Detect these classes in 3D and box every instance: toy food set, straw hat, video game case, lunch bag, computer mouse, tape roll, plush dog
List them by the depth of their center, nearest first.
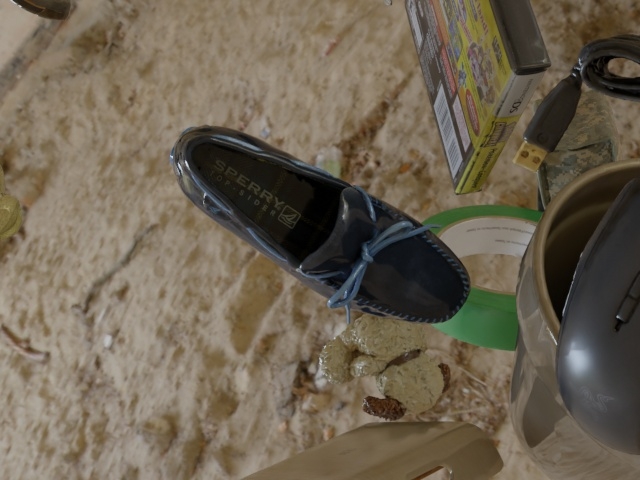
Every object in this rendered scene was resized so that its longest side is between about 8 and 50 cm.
[{"bbox_3d":[0.180,0.002,0.474,0.184,0.060,0.262,38,122,37],"label":"computer mouse"},{"bbox_3d":[0.148,-0.222,0.781,0.248,0.035,0.275,95,165,-68],"label":"video game case"},{"bbox_3d":[0.048,0.305,0.932,0.306,0.219,0.092,-22,83,57],"label":"toy food set"},{"bbox_3d":[-0.408,-0.031,0.936,0.144,0.061,0.144,18,-90,-86],"label":"straw hat"},{"bbox_3d":[0.298,0.050,1.220,0.321,0.321,0.077,-125,29,-54],"label":"tape roll"},{"bbox_3d":[0.506,-0.116,1.475,0.169,0.287,0.235,-8,31,22],"label":"lunch bag"},{"bbox_3d":[0.161,0.246,1.536,0.225,0.262,0.210,58,150,21],"label":"plush dog"}]

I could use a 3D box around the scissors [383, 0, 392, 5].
[{"bbox_3d":[0.045,-0.356,0.882,0.109,0.021,0.297,-59,31,17],"label":"scissors"}]

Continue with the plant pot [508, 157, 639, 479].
[{"bbox_3d":[0.326,0.125,0.761,0.280,0.323,0.323,101,174,-54],"label":"plant pot"}]

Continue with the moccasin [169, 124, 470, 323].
[{"bbox_3d":[0.000,0.000,0.755,0.117,0.342,0.138,-147,81,-81],"label":"moccasin"}]

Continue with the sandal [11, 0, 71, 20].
[{"bbox_3d":[-0.330,-0.309,0.747,0.060,0.219,0.090,-47,-3,24],"label":"sandal"}]
